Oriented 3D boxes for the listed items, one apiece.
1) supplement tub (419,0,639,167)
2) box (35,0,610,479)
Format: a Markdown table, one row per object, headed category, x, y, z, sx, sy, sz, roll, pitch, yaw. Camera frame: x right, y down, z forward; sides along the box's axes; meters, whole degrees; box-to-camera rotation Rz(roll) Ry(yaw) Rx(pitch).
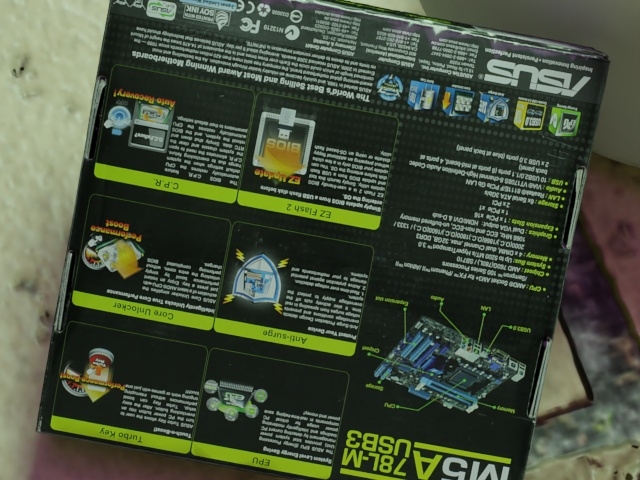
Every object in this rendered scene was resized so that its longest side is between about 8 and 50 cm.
| category | x | y | z | sx | sy | sz | roll | pitch | yaw |
| --- | --- | --- | --- | --- | --- | --- | --- | --- | --- |
| supplement tub | 0.175 | -0.182 | 0.800 | 0.191 | 0.191 | 0.272 | 31 | 68 | 7 |
| box | 0.000 | 0.000 | 0.742 | 0.191 | 0.045 | 0.184 | 10 | 100 | -2 |
